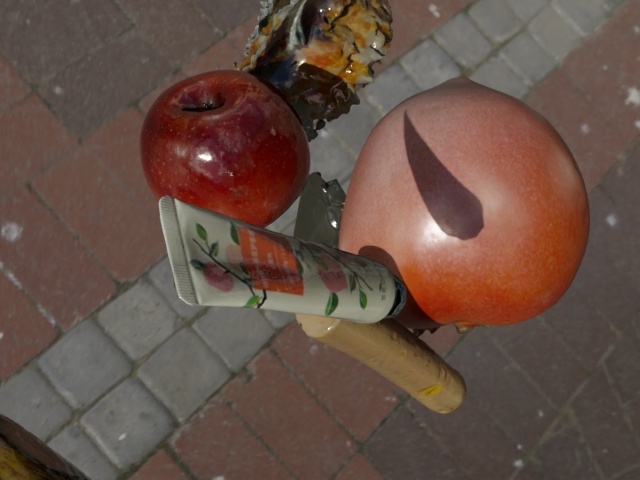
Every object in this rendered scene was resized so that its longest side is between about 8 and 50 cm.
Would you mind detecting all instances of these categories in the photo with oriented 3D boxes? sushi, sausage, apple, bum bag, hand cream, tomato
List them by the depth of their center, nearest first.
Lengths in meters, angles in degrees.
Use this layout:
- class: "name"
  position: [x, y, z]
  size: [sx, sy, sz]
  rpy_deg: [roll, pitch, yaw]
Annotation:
- class: "hand cream"
  position: [-0.019, 0.024, 0.664]
  size: [0.234, 0.050, 0.080]
  rpy_deg: [15, 50, -48]
- class: "sausage"
  position: [0.078, 0.122, 1.000]
  size: [0.301, 0.066, 0.065]
  rpy_deg: [39, 53, -48]
- class: "tomato"
  position: [0.170, -0.043, 1.134]
  size: [0.322, 0.321, 0.321]
  rpy_deg: [8, 68, -21]
- class: "apple"
  position: [-0.125, -0.114, 1.206]
  size: [0.218, 0.218, 0.201]
  rpy_deg: [-43, 131, -30]
- class: "sushi"
  position: [-0.044, -0.307, 1.533]
  size: [0.176, 0.417, 0.417]
  rpy_deg: [31, 62, -21]
- class: "bum bag"
  position: [0.000, 0.000, 1.713]
  size: [0.080, 0.326, 0.142]
  rpy_deg: [-13, 47, -27]

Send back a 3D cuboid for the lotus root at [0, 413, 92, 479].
- class: "lotus root"
  position: [-0.369, 0.370, 1.177]
  size: [0.397, 0.196, 0.179]
  rpy_deg: [50, 56, -15]
